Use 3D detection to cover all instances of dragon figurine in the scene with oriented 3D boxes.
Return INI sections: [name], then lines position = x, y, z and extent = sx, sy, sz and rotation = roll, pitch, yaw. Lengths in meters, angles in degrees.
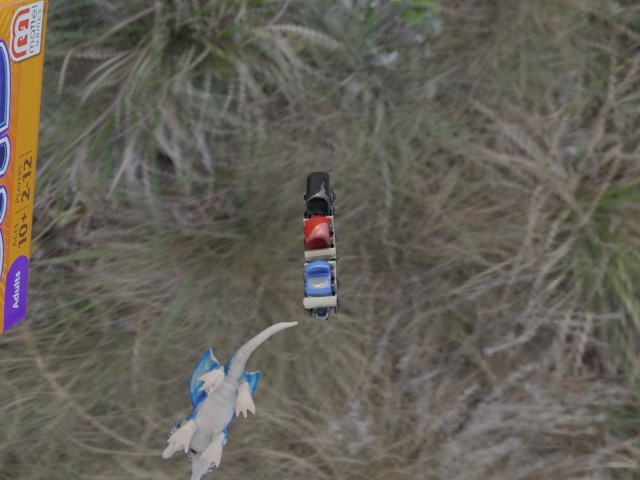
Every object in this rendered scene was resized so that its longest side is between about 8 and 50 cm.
[dragon figurine]
position = -0.130, 0.200, 1.697
extent = 0.085, 0.144, 0.289
rotation = 25, 101, -7

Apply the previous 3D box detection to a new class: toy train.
[toy train]
position = 0.000, 0.000, 0.974
extent = 0.027, 0.036, 0.158
rotation = -4, 39, 2

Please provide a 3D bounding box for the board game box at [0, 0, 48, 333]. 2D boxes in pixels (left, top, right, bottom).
[board game box]
position = -0.506, -0.067, 1.207
extent = 0.357, 0.356, 0.356
rotation = 15, 113, 14
